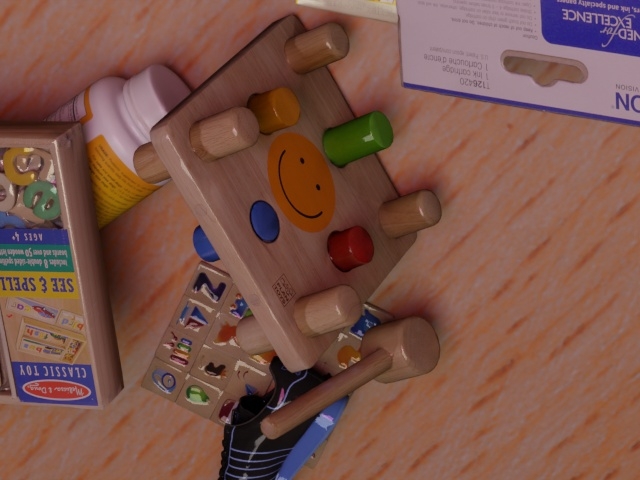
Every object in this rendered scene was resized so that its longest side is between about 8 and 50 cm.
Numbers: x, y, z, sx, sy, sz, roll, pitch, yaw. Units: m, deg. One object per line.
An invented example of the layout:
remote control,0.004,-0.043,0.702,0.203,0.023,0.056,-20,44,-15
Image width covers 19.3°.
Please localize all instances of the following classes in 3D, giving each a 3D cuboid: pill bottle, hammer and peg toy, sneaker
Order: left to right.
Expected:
pill bottle,-0.216,-0.076,1.787,0.215,0.117,0.117,-33,104,20
sneaker,-0.068,0.218,1.902,0.090,0.081,0.232,35,107,-3
hammer and peg toy,0.000,0.000,1.703,0.127,0.266,0.361,-19,107,36

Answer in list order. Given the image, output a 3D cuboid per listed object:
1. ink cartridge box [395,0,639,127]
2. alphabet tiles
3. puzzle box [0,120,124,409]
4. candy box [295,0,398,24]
ink cartridge box,0.193,-0.258,1.577,0.304,0.072,0.307,13,126,33
alphabet tiles,-0.048,0.096,1.892,0.198,0.009,0.237,26,114,-2
puzzle box,-0.396,0.022,1.785,0.409,0.052,0.272,1,113,21
candy box,0.043,-0.302,1.699,0.105,0.027,0.205,11,114,2
